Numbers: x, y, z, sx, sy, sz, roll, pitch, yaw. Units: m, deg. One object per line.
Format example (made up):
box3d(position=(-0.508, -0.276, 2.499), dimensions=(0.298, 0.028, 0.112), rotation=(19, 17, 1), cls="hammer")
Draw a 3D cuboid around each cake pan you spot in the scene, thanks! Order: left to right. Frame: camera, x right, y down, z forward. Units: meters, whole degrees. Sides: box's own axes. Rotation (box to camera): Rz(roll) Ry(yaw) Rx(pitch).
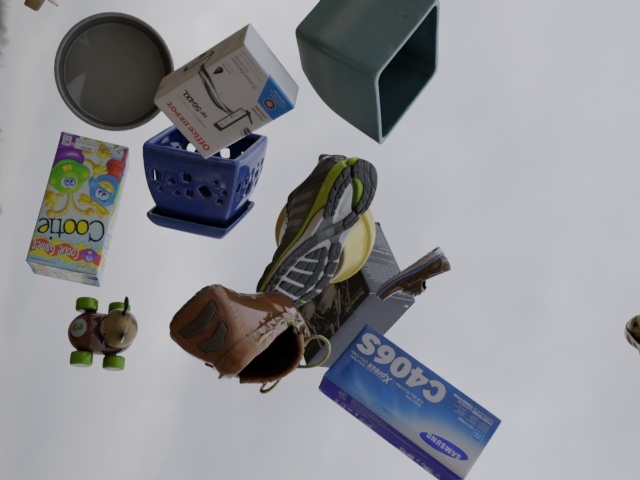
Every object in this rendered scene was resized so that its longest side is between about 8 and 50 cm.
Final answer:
box3d(position=(-0.516, -0.421, 2.202), dimensions=(0.054, 0.293, 0.293), rotation=(-159, -103, -74), cls="cake pan")

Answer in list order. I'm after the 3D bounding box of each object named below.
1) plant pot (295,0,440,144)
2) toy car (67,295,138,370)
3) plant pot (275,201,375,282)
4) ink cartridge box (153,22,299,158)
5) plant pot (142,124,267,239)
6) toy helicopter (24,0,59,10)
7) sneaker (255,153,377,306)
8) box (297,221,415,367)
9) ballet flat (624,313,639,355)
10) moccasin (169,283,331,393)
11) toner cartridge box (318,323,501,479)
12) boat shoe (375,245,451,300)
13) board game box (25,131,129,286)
box3d(position=(0.088, -0.412, 1.915), dimensions=(0.247, 0.252, 0.248), rotation=(-53, 158, -20), cls="plant pot")
box3d(position=(-0.468, 0.195, 1.953), dimensions=(0.188, 0.148, 0.155), rotation=(-29, -125, 55), cls="toy car")
box3d(position=(0.000, 0.000, 2.178), dimensions=(0.239, 0.254, 0.254), rotation=(-57, 161, -73), cls="plant pot")
box3d(position=(-0.163, -0.255, 1.526), dimensions=(0.203, 0.148, 0.086), rotation=(-27, -148, 24), cls="ink cartridge box")
box3d(position=(-0.271, -0.138, 2.051), dimensions=(0.236, 0.235, 0.212), rotation=(-55, 155, -64), cls="plant pot")
box3d(position=(-0.630, -0.628, 2.035), dimensions=(0.235, 0.140, 0.355), rotation=(-41, -150, 31), cls="toy helicopter")
box3d(position=(-0.019, -0.017, 1.495), dimensions=(0.300, 0.111, 0.121), rotation=(-57, -143, 1), cls="sneaker")
box3d(position=(0.068, 0.154, 2.595), dimensions=(0.343, 0.179, 0.313), rotation=(-52, -136, 32), cls="box")
box3d(position=(0.615, 0.173, 1.636), dimensions=(0.232, 0.080, 0.073), rotation=(-72, 143, -75), cls="ballet flat")
box3d(position=(-0.079, 0.146, 1.243), dimensions=(0.147, 0.139, 0.380), rotation=(47, -2, 14), cls="moccasin")
box3d(position=(0.183, 0.340, 1.817), dimensions=(0.165, 0.347, 0.075), rotation=(-47, 164, -32), cls="toner cartridge box")
box3d(position=(0.203, 0.089, 1.922), dimensions=(0.183, 0.066, 0.066), rotation=(-36, -94, 23), cls="boat shoe")
box3d(position=(-0.494, -0.060, 1.812), dimensions=(0.144, 0.142, 0.275), rotation=(132, -31, -73), cls="board game box")
